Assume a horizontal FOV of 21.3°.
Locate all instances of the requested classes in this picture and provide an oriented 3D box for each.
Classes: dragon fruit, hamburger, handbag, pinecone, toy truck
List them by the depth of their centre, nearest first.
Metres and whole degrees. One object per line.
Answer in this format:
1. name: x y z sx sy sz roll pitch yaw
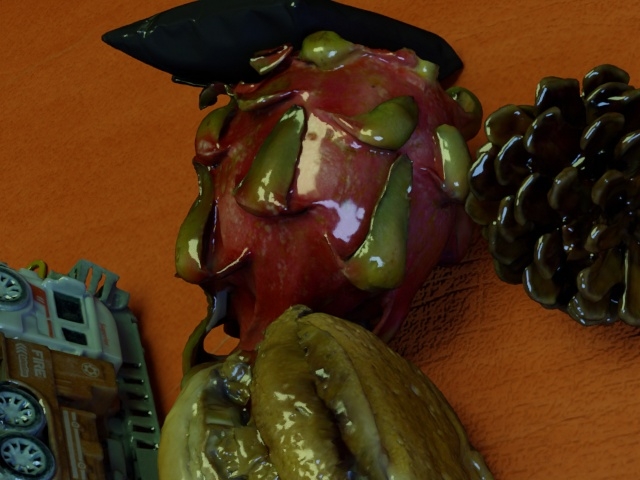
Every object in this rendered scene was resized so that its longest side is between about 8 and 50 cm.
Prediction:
1. hamburger: 0.010 0.169 1.208 0.163 0.244 0.244 -41 44 17
2. pinecone: 0.217 -0.025 1.226 0.212 0.168 0.186 35 90 46
3. dragon fruit: -0.003 -0.013 1.358 0.307 0.227 0.243 -42 39 27
4. toy truck: -0.224 0.150 1.438 0.133 0.184 0.338 -58 32 31
5. handbag: -0.031 -0.163 1.460 0.211 0.254 0.089 -3 83 35

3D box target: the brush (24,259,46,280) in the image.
1. brush: -0.283 0.103 1.627 0.083 0.011 0.205 -20 50 27
